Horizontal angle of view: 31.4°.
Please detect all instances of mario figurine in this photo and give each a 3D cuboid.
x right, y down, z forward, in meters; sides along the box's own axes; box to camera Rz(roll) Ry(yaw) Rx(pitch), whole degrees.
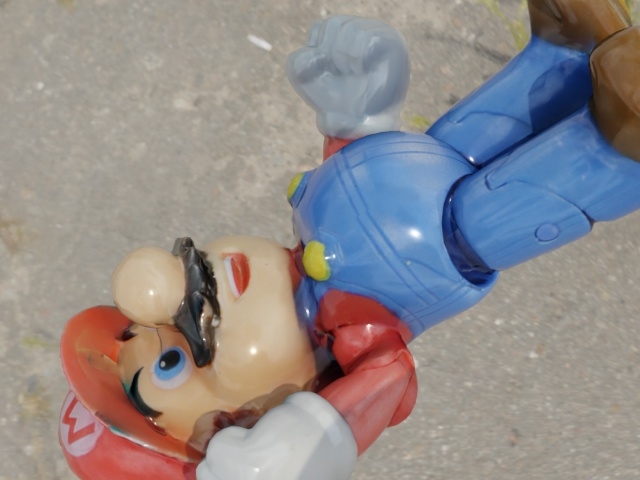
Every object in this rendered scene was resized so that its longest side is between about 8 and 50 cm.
[{"bbox_3d":[0.000,0.000,0.488,0.320,0.198,0.170,-39,89,14],"label":"mario figurine"}]
